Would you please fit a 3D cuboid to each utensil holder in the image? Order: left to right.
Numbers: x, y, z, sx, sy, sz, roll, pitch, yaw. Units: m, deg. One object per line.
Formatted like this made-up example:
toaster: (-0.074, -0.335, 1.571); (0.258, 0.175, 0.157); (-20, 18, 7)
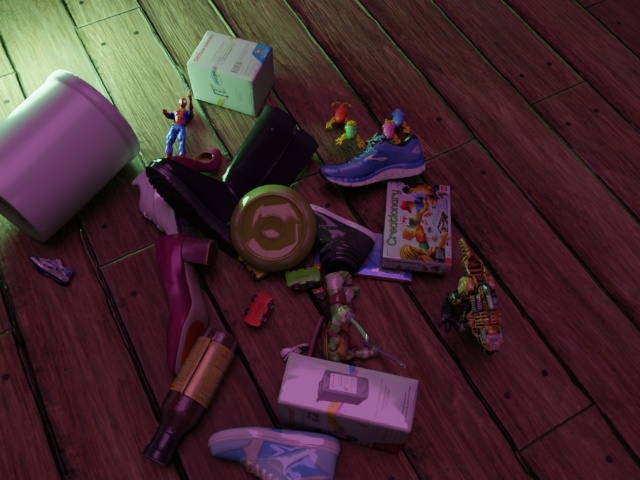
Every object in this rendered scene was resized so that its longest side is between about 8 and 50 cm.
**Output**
utensil holder: (-0.771, -0.236, 1.736); (0.327, 0.328, 0.385); (31, 66, 15)

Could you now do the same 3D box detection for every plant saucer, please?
plant saucer: (-0.130, -0.035, 1.654); (0.240, 0.037, 0.241); (0, 87, 0)

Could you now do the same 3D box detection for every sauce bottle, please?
sauce bottle: (-0.325, 0.384, 1.511); (0.111, 0.111, 0.345); (23, 62, 11)

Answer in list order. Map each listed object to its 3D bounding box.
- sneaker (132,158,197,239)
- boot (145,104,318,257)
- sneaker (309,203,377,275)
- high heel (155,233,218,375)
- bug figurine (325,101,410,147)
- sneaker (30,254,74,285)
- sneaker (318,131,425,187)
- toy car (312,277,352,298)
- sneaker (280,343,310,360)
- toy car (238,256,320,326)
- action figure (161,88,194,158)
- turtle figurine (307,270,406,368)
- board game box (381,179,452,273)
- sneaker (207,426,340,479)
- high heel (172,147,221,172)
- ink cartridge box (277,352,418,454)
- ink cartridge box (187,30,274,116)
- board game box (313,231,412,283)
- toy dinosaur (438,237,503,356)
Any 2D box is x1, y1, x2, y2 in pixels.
sneaker: (-0.459, -0.090, 1.795); (0.129, 0.111, 0.297); (-30, 71, 15)
boot: (-0.240, -0.234, 1.761); (0.146, 0.367, 0.445); (4, 53, 51)
sneaker: (0.000, 0.000, 1.708); (0.295, 0.105, 0.147); (21, 56, 6)
high heel: (-0.395, 0.167, 1.635); (0.181, 0.127, 0.378); (3, 68, 19)
bug figurine: (0.158, -0.373, 1.954); (0.278, 0.072, 0.216); (3, 38, -1)
sneaker: (-0.757, 0.075, 1.718); (0.135, 0.052, 0.058); (30, 54, 7)
sneaker: (0.151, -0.251, 1.842); (0.329, 0.147, 0.130); (-13, 17, -9)
toy car: (0.037, 0.132, 1.697); (0.121, 0.060, 0.041); (-16, 94, -3)
sneaker: (-0.065, 0.298, 1.617); (0.083, 0.032, 0.037); (-16, 75, -5)
toy car: (-0.108, 0.121, 1.690); (0.224, 0.053, 0.239); (-10, 61, 0)
action figure: (-0.457, -0.367, 1.927); (0.091, 0.139, 0.281); (2, 58, -2)
turtle figurine: (0.098, 0.216, 1.573); (0.197, 0.274, 0.267); (20, 50, -30)
board game box: (0.282, -0.046, 1.779); (0.192, 0.053, 0.306); (6, 51, 2)
sneaker: (-0.115, 0.552, 1.413); (0.318, 0.127, 0.208); (3, 59, 1)
high heel: (-0.373, -0.253, 1.837); (0.082, 0.117, 0.244); (10, 37, 22)
ink cartridge box: (0.062, 0.392, 1.450); (0.306, 0.226, 0.131); (10, 59, 6)
ink cartridge box: (-0.293, -0.553, 2.012); (0.232, 0.168, 0.171); (18, 61, 9)
board game box: (0.128, 0.040, 1.766); (0.281, 0.027, 0.145); (8, 59, 3)
toy dinosaur: (0.418, 0.148, 1.602); (0.164, 0.218, 0.322); (14, 61, 7)
